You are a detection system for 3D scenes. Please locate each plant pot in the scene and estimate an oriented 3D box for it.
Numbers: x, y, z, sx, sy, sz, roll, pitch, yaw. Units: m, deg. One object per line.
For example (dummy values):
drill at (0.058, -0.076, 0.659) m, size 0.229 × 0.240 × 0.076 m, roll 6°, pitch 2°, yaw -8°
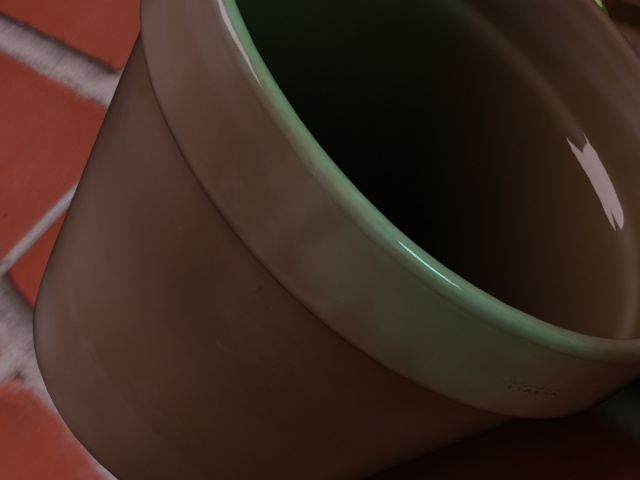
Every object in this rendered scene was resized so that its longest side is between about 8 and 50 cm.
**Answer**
plant pot at (0.000, 0.000, 0.911) m, size 0.280 × 0.323 × 0.323 m, roll -46°, pitch 21°, yaw 35°

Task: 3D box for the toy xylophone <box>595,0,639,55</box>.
toy xylophone at (0.199, -0.164, 1.071) m, size 0.323 × 0.081 × 0.236 m, roll -49°, pitch 28°, yaw -12°
